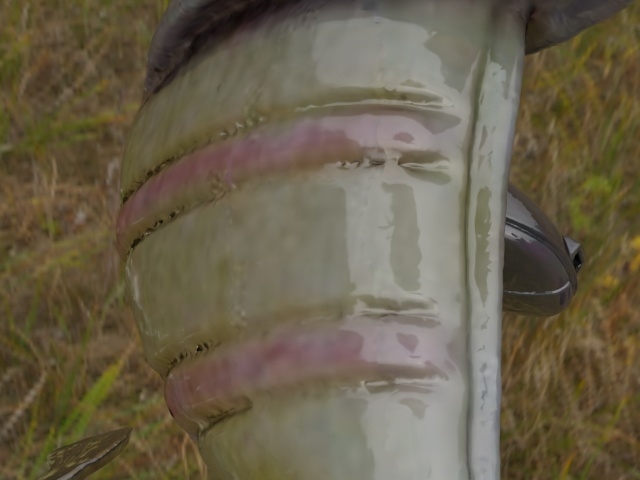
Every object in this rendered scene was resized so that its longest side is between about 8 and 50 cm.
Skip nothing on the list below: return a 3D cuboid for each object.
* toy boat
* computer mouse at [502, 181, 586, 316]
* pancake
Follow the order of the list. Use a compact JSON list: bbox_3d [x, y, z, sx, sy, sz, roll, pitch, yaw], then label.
[{"bbox_3d":[-0.004,-0.028,0.654,0.276,0.111,0.293,14,83,49],"label":"toy boat"},{"bbox_3d":[0.017,-0.027,0.803,0.232,0.120,0.057,31,79,24],"label":"computer mouse"},{"bbox_3d":[-0.228,0.194,1.301,0.190,0.184,0.020,-28,94,-24],"label":"pancake"}]
